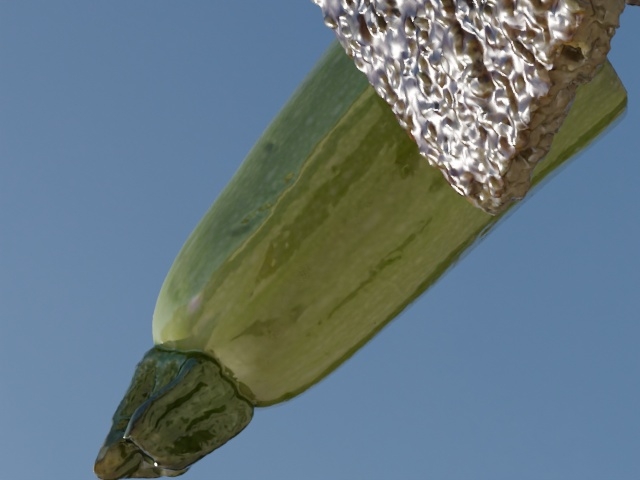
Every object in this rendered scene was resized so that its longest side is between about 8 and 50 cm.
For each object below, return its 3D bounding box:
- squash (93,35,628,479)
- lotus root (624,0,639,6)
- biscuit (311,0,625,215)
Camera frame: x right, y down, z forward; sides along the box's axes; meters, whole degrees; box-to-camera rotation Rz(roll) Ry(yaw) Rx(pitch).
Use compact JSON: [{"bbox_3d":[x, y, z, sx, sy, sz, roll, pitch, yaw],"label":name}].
[{"bbox_3d":[-0.006,-0.006,0.805,0.287,0.137,0.137,-43,-54,-4],"label":"squash"},{"bbox_3d":[0.208,-0.296,1.025,0.167,0.078,0.329,-33,-58,-51],"label":"lotus root"},{"bbox_3d":[0.023,-0.126,0.669,0.025,0.231,0.131,-21,-28,-28],"label":"biscuit"}]
